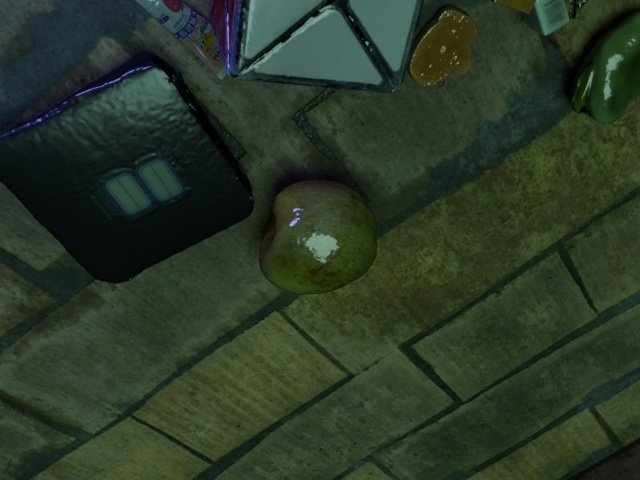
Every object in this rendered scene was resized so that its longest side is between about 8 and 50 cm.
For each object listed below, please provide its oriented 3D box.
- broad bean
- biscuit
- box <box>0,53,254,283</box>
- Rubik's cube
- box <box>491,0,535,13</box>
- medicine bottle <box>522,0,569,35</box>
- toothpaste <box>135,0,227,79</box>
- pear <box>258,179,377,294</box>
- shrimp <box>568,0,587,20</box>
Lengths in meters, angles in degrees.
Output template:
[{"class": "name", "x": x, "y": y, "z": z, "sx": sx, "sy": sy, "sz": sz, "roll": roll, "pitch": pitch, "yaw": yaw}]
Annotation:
[{"class": "broad bean", "x": 0.558, "y": -0.324, "z": 1.215, "sx": 0.228, "sy": 0.100, "sz": 0.169, "roll": -42, "pitch": 135, "yaw": 1}, {"class": "biscuit", "x": 0.219, "y": -0.334, "z": 1.151, "sx": 0.118, "sy": 0.023, "sz": 0.140, "roll": 30, "pitch": 113, "yaw": -32}, {"class": "box", "x": -0.328, "y": -0.107, "z": 1.125, "sx": 0.350, "sy": 0.091, "sz": 0.359, "roll": -27, "pitch": 129, "yaw": 6}, {"class": "Rubik's cube", "x": -0.009, "y": -0.379, "z": 0.912, "sx": 0.260, "sy": 0.259, "sz": 0.255, "roll": 0, "pitch": 127, "yaw": -20}, {"class": "box", "x": 0.264, "y": -0.443, "z": 0.947, "sx": 0.070, "sy": 0.237, "sz": 0.152, "roll": 10, "pitch": 122, "yaw": -17}, {"class": "medicine bottle", "x": 0.368, "y": -0.415, "z": 1.100, "sx": 0.055, "sy": 0.074, "sz": 0.118, "roll": -30, "pitch": 127, "yaw": 8}, {"class": "toothpaste", "x": -0.207, "y": -0.333, "z": 1.024, "sx": 0.067, "sy": 0.043, "sz": 0.194, "roll": -45, "pitch": 130, "yaw": 15}, {"class": "pear", "x": 0.000, "y": 0.000, "z": 1.230, "sx": 0.211, "sy": 0.188, "sz": 0.229, "roll": 12, "pitch": 122, "yaw": -14}, {"class": "shrimp", "x": 0.426, "y": -0.483, "z": 1.066, "sx": 0.132, "sy": 0.053, "sz": 0.236, "roll": -8, "pitch": 121, "yaw": -29}]
